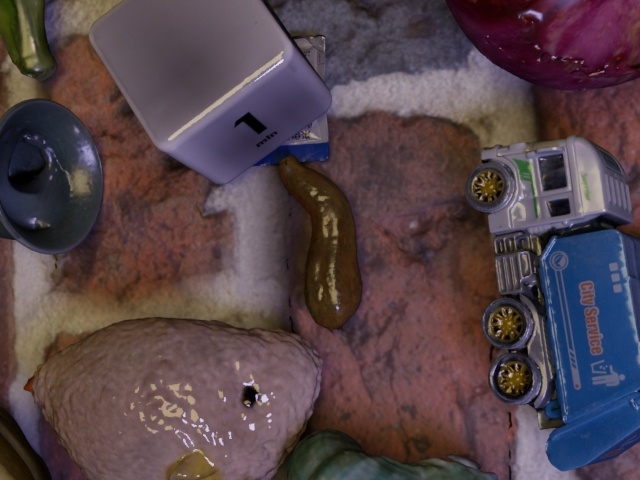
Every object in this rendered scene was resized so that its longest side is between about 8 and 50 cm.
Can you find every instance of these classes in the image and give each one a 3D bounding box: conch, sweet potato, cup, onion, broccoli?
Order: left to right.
[{"bbox_3d":[-0.404,-0.077,1.261,0.150,0.199,0.199,-4,80,30],"label":"cup"},{"bbox_3d":[-0.401,-0.373,1.337,0.198,0.177,0.274,-40,106,-30],"label":"broccoli"},{"bbox_3d":[0.006,-0.003,1.206,0.081,0.062,0.232,-12,79,1],"label":"sweet potato"},{"bbox_3d":[0.055,0.302,1.090,0.277,0.220,0.195,-32,51,18],"label":"conch"},{"bbox_3d":[0.294,-0.350,1.102,0.359,0.345,0.358,0,97,4],"label":"onion"}]

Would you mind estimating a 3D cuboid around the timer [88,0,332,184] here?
[{"bbox_3d":[-0.127,-0.209,1.175,0.194,0.195,0.192,-36,73,8],"label":"timer"}]

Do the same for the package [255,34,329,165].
[{"bbox_3d":[-0.073,-0.181,1.271,0.171,0.027,0.173,-4,80,11],"label":"package"}]

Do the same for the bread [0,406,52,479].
[{"bbox_3d":[-0.411,0.316,1.112,0.210,0.341,0.300,-11,75,-13],"label":"bread"}]

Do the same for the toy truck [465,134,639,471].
[{"bbox_3d":[0.277,0.064,1.078,0.175,0.146,0.367,-13,78,31],"label":"toy truck"}]

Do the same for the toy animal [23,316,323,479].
[{"bbox_3d":[-0.183,0.206,1.150,0.359,0.188,0.226,1,76,12],"label":"toy animal"}]
